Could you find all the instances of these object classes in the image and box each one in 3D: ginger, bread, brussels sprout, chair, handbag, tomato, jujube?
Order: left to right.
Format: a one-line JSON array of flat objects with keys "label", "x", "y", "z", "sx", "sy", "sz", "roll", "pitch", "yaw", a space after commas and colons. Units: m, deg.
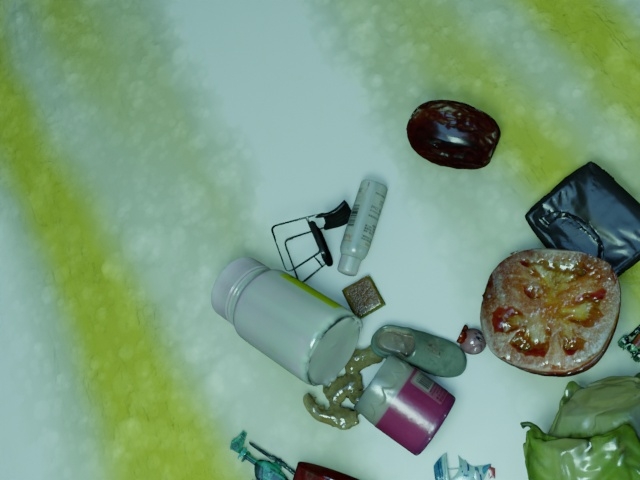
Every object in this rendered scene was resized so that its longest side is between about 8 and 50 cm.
[{"label": "chair", "x": 0.000, "y": 0.000, "z": 1.937, "sx": 0.221, "sy": 0.140, "sz": 0.145, "roll": -24, "pitch": 69, "yaw": 5}, {"label": "ginger", "x": 0.087, "y": 0.385, "z": 1.838, "sx": 0.258, "sy": 0.065, "sz": 0.149, "roll": -42, "pitch": 78, "yaw": -10}, {"label": "bread", "x": 0.116, "y": 0.156, "z": 1.908, "sx": 0.090, "sy": 0.035, "sz": 0.094, "roll": -30, "pitch": 68, "yaw": 6}, {"label": "jujube", "x": 0.351, "y": -0.280, "z": 1.895, "sx": 0.243, "sy": 0.183, "sz": 0.183, "roll": 23, "pitch": 81, "yaw": 14}, {"label": "tomato", "x": 0.557, "y": 0.185, "z": 1.697, "sx": 0.338, "sy": 0.143, "sz": 0.339, "roll": -15, "pitch": 59, "yaw": 26}, {"label": "handbag", "x": 0.685, "y": -0.036, "z": 1.776, "sx": 0.244, "sy": 0.088, "sz": 0.275, "roll": -41, "pitch": 71, "yaw": 4}, {"label": "brussels sprout", "x": 0.663, "y": 0.496, "z": 1.499, "sx": 0.425, "sy": 0.342, "sz": 0.361, "roll": -21, "pitch": 96, "yaw": 13}]

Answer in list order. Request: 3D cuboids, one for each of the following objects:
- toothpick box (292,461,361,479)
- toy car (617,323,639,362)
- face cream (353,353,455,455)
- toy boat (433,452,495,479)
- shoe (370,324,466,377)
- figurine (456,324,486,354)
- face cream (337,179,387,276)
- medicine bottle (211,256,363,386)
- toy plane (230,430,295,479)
[{"label": "toothpick box", "x": -0.012, "y": 0.726, "z": 1.685, "sx": 0.204, "sy": 0.204, "sz": 0.333, "roll": 14, "pitch": 77, "yaw": 20}, {"label": "toy car", "x": 0.785, "y": 0.222, "z": 1.685, "sx": 0.143, "sy": 0.054, "sz": 0.073, "roll": -42, "pitch": 67, "yaw": 0}, {"label": "face cream", "x": 0.204, "y": 0.398, "z": 1.719, "sx": 0.195, "sy": 0.175, "sz": 0.175, "roll": 35, "pitch": 86, "yaw": 12}, {"label": "toy boat", "x": 0.347, "y": 0.584, "z": 1.723, "sx": 0.149, "sy": 0.034, "sz": 0.105, "roll": 13, "pitch": 75, "yaw": 7}, {"label": "shoe", "x": 0.249, "y": 0.277, "z": 1.790, "sx": 0.250, "sy": 0.100, "sz": 0.103, "roll": 13, "pitch": 72, "yaw": 11}, {"label": "figurine", "x": 0.385, "y": 0.254, "z": 1.785, "sx": 0.071, "sy": 0.083, "sz": 0.067, "roll": 25, "pitch": 125, "yaw": 12}, {"label": "face cream", "x": 0.111, "y": -0.032, "z": 1.941, "sx": 0.081, "sy": 0.082, "sz": 0.269, "roll": 15, "pitch": 77, "yaw": 20}, {"label": "medicine bottle", "x": -0.096, "y": 0.202, "z": 1.837, "sx": 0.378, "sy": 0.213, "sz": 0.214, "roll": 28, "pitch": 83, "yaw": 33}, {"label": "toy plane", "x": -0.146, "y": 0.598, "z": 1.840, "sx": 0.235, "sy": 0.060, "sz": 0.096, "roll": 30, "pitch": 76, "yaw": 19}]
